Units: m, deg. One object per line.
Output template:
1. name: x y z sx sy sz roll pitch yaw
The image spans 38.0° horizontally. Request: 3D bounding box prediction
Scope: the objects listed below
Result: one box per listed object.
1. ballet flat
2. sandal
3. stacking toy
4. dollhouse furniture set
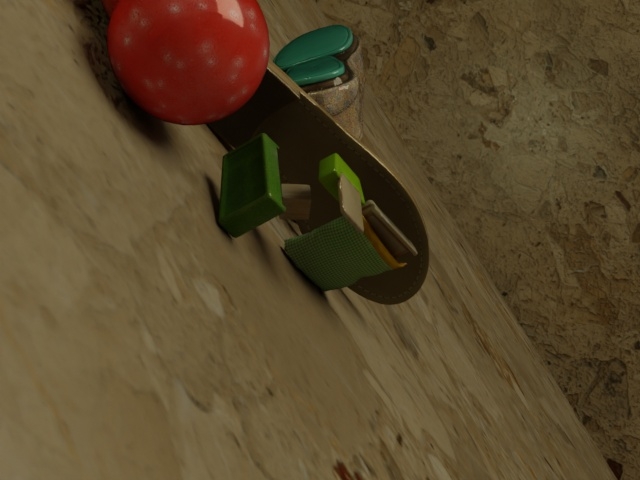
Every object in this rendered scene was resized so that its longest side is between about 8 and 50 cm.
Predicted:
1. ballet flat: 0.000 -0.151 0.985 0.316 0.108 0.106 -79 155 -67
2. sandal: 0.000 -0.060 0.698 0.240 0.088 0.079 46 20 -22
3. stacking toy: -0.105 -0.197 0.591 0.141 0.141 0.330 44 23 -47
4. dollhouse furniture set: 0.000 0.000 0.586 0.152 0.076 0.058 45 29 -40
